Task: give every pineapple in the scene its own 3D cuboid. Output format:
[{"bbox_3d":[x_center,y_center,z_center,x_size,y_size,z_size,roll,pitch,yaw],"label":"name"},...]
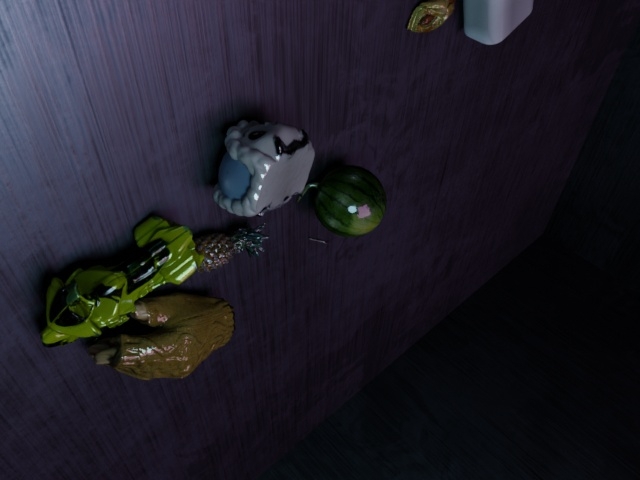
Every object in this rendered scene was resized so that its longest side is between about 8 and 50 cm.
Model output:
[{"bbox_3d":[-0.221,0.019,1.282,0.221,0.083,0.103,-20,150,-42],"label":"pineapple"}]

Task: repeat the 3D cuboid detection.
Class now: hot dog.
[{"bbox_3d":[0.282,-0.555,1.348,0.169,0.061,0.078,-46,148,-9],"label":"hot dog"}]

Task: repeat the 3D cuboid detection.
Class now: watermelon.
[{"bbox_3d":[0.066,-0.107,1.445,0.188,0.215,0.188,-58,-174,10],"label":"watermelon"}]

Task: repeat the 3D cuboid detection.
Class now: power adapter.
[{"bbox_3d":[0.451,-0.654,1.406,0.187,0.124,0.255,-45,150,-12],"label":"power adapter"}]

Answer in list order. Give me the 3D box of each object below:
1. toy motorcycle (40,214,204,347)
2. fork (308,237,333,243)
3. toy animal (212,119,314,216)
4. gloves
[{"bbox_3d":[-0.389,0.083,1.073,0.342,0.142,0.206,-38,-174,-22],"label":"toy motorcycle"},{"bbox_3d":[-0.001,0.001,1.628,0.115,0.016,0.012,7,95,-56],"label":"fork"},{"bbox_3d":[-0.126,-0.153,1.151,0.208,0.156,0.204,-36,148,-55],"label":"toy animal"},{"bbox_3d":[-0.343,0.221,1.268,0.356,0.155,0.203,-8,125,-46],"label":"gloves"}]
